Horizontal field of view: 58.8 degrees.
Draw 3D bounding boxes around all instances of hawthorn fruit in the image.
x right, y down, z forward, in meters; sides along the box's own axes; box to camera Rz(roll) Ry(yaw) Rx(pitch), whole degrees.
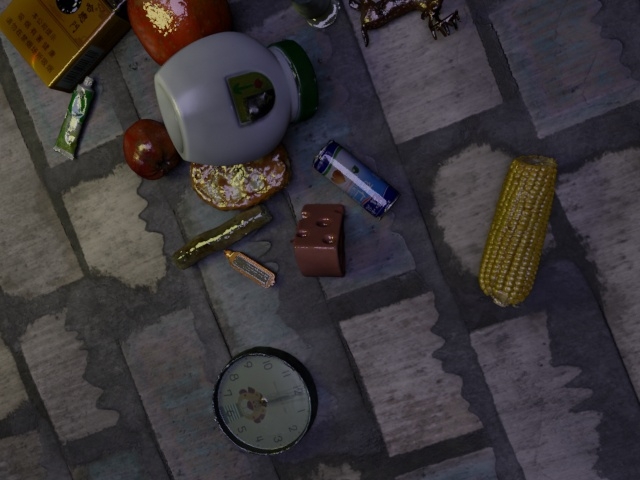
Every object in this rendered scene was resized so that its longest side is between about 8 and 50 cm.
[{"bbox_3d":[-0.355,-0.566,1.478,0.275,0.275,0.300,-15,104,12],"label":"hawthorn fruit"},{"bbox_3d":[-0.491,-0.275,1.599,0.163,0.162,0.203,-47,70,12],"label":"hawthorn fruit"}]

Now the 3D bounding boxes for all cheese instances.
[{"bbox_3d":[0.000,0.028,1.538,0.128,0.203,0.177,0,126,8],"label":"cheese"}]

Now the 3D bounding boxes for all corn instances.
[{"bbox_3d":[0.489,-0.024,1.414,0.143,0.144,0.388,11,97,10],"label":"corn"}]

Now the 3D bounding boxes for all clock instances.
[{"bbox_3d":[-0.163,0.463,1.630,0.312,0.061,0.313,1,95,12],"label":"clock"}]

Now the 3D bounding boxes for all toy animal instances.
[{"bbox_3d":[0.209,-0.602,1.462,0.243,0.087,0.260,-25,91,26],"label":"toy animal"}]

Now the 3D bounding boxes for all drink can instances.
[{"bbox_3d":[0.094,-0.160,1.505,0.235,0.097,0.097,40,101,6],"label":"drink can"}]

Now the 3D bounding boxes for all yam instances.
[{"bbox_3d":[-0.281,-0.011,1.609,0.317,0.071,0.067,-29,125,12],"label":"yam"}]

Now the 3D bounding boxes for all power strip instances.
[{"bbox_3d":[-0.203,0.075,1.619,0.178,0.028,0.049,31,100,7],"label":"power strip"}]

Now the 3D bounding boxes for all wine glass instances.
[{"bbox_3d":[-0.018,-0.604,1.424,0.103,0.222,0.103,2,98,12],"label":"wine glass"}]

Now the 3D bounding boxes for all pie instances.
[{"bbox_3d":[-0.235,-0.210,1.572,0.308,0.085,0.309,1,94,13],"label":"pie"}]

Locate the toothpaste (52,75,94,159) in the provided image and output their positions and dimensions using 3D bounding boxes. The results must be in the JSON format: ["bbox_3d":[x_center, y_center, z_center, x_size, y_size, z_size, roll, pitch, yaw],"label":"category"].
[{"bbox_3d":[-0.722,-0.366,1.680,0.078,0.047,0.248,28,102,10],"label":"toothpaste"}]

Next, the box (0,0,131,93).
[{"bbox_3d":[-0.686,-0.661,1.609,0.415,0.116,0.264,-41,85,13],"label":"box"}]

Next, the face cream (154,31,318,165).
[{"bbox_3d":[-0.206,-0.353,1.409,0.356,0.219,0.313,-24,109,-24],"label":"face cream"}]
